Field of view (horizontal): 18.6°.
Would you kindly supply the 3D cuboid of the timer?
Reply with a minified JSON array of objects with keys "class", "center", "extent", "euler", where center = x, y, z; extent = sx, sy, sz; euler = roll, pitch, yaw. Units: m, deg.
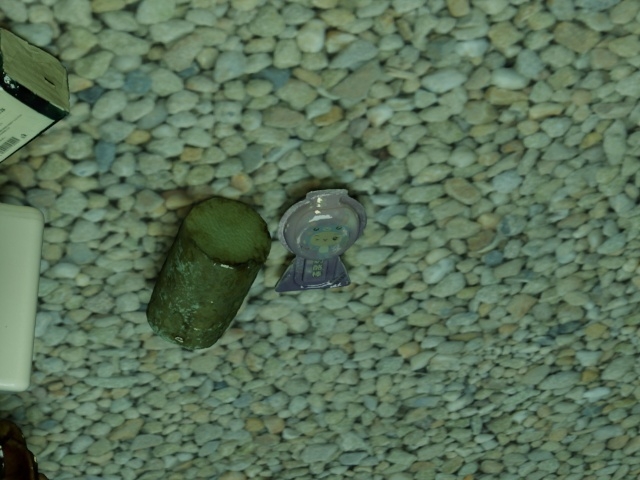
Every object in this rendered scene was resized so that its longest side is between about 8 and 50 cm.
[{"class":"timer","center":[-0.413,0.059,2.053],"extent":[0.192,0.195,0.194],"euler":[8,171,-25]}]

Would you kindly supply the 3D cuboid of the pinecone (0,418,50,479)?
[{"class":"pinecone","center":[-0.480,0.332,2.398],"extent":[0.298,0.242,0.296],"euler":[-31,141,30]}]

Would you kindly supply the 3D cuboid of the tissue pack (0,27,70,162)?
[{"class":"tissue pack","center":[-0.346,-0.129,1.969],"extent":[0.170,0.090,0.103],"euler":[-33,139,22]}]

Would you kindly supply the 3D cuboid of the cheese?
[{"class":"cheese","center":[0.000,0.000,2.275],"extent":[0.105,0.042,0.191],"euler":[-4,144,-8]}]

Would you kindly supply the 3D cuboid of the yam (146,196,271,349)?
[{"class":"yam","center":[-0.134,0.046,2.245],"extent":[0.107,0.107,0.194],"euler":[5,140,-22]}]
